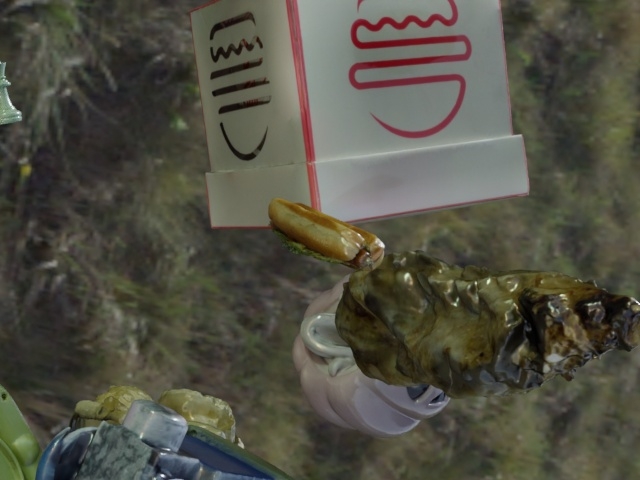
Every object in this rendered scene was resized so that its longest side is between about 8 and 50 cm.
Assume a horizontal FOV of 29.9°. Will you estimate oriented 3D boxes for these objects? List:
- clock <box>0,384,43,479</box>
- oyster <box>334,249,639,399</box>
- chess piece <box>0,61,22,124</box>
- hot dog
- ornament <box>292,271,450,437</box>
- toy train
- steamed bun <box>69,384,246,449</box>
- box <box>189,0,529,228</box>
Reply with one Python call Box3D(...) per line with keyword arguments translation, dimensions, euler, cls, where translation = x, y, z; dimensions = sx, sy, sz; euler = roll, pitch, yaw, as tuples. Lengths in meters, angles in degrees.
Box3D(translation=(-0.351, 0.248, 1.112), dimensions=(0.170, 0.069, 0.232), euler=(64, 33, -9), cls="clock")
Box3D(translation=(0.118, 0.069, 0.970), dimensions=(0.079, 0.345, 0.128), euler=(-18, 97, -35), cls="oyster")
Box3D(translation=(-0.449, -0.210, 1.683), dimensions=(0.042, 0.042, 0.093), euler=(-24, 106, -57), cls="chess piece")
Box3D(translation=(0.000, 0.000, 0.952), dimensions=(0.056, 0.133, 0.041), euler=(16, 96, -41), cls="hot dog")
Box3D(translation=(0.055, 0.116, 1.262), dimensions=(0.177, 0.178, 0.177), euler=(-27, 121, -56), cls="ornament")
Box3D(translation=(-0.143, 0.270, 0.885), dimensions=(0.202, 0.131, 0.299), euler=(29, 85, -58), cls="toy train")
Box3D(translation=(-0.155, 0.231, 1.248), dimensions=(0.106, 0.178, 0.192), euler=(-48, 134, -53), cls="steamed bun")
Box3D(translation=(0.038, -0.177, 1.522), dimensions=(0.312, 0.314, 0.299), euler=(-9, 95, -28), cls="box")
